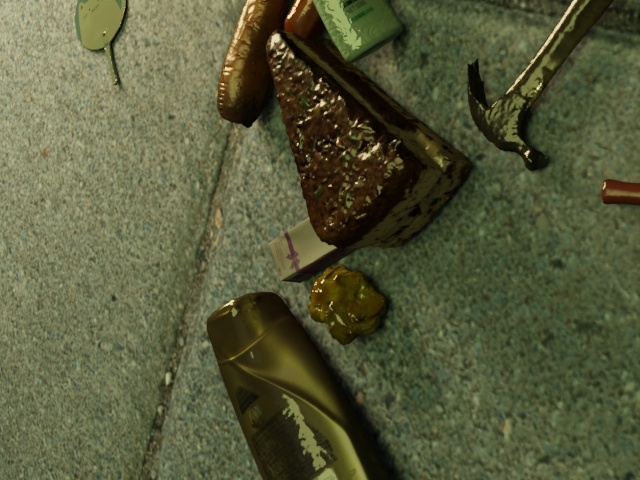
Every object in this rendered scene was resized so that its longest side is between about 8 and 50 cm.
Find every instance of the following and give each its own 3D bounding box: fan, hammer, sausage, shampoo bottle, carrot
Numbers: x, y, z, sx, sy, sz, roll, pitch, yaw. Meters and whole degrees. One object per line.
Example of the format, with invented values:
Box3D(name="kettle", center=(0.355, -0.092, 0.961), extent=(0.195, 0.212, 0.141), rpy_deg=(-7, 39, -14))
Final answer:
Box3D(name="fan", center=(-0.296, -0.289, 1.319), extent=(0.113, 0.005, 0.175), rpy_deg=(-29, 67, 35))
Box3D(name="hammer", center=(0.236, -0.205, 0.839), extent=(0.125, 0.027, 0.297), rpy_deg=(49, 118, 26))
Box3D(name="sausage", center=(0.003, -0.268, 1.034), extent=(0.039, 0.041, 0.131), rpy_deg=(41, 115, 15))
Box3D(name="shampoo bottle", center=(0.008, -0.277, 0.982), extent=(0.069, 0.041, 0.190), rpy_deg=(-31, 88, 1))
Box3D(name="shampoo bottle", center=(-0.014, 0.209, 0.990), extent=(0.125, 0.084, 0.350), rpy_deg=(-45, 60, 27))
Box3D(name="carrot", center=(-0.076, -0.222, 1.091), extent=(0.060, 0.060, 0.186), rpy_deg=(19, 97, 40))

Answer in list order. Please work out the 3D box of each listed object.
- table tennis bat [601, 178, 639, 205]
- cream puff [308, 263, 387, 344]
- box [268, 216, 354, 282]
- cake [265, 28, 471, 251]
Box3D(name="table tennis bat", center=(0.303, -0.033, 0.777), extent=(0.155, 0.019, 0.098), rpy_deg=(9, 93, 38))
Box3D(name="cream puff", center=(0.022, 0.065, 0.984), extent=(0.083, 0.058, 0.083), rpy_deg=(-21, 72, 36))
Box3D(name="box", center=(0.000, 0.000, 1.022), extent=(0.117, 0.036, 0.050), rpy_deg=(-34, 67, 34))
Box3D(name="cake", center=(0.016, -0.096, 0.967), extent=(0.246, 0.112, 0.135), rpy_deg=(47, 119, 33))
